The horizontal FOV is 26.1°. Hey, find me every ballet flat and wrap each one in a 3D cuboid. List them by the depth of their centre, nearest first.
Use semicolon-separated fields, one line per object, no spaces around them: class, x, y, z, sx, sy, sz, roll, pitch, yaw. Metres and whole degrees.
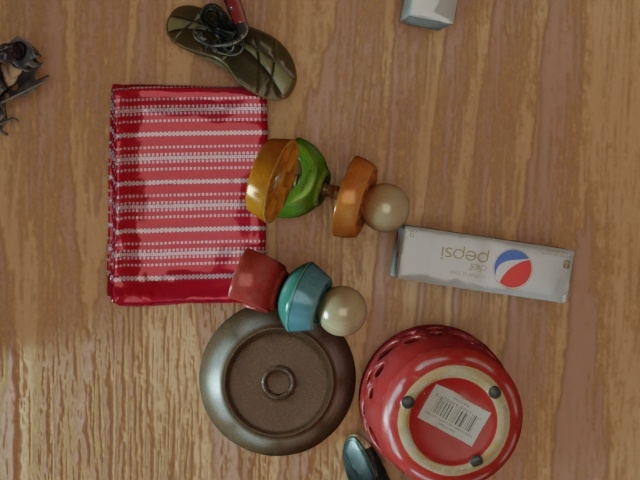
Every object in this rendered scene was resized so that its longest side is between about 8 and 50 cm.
ballet flat;0.078;0.320;1.748;0.049;0.057;0.173;-31;98;-42

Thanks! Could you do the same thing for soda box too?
soda box;0.200;0.028;1.718;0.216;0.074;0.069;8;92;-4

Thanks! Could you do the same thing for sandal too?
sandal;-0.106;-0.232;1.700;0.180;0.049;0.072;28;85;9

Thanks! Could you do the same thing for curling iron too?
curling iron;-0.145;-0.353;1.669;0.068;0.035;0.274;-15;85;6

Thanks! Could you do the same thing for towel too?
towel;-0.164;-0.055;1.711;0.199;0.031;0.275;1;93;-5

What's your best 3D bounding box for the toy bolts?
toy bolts;0.000;0.000;1.623;0.158;0.218;0.228;18;88;12

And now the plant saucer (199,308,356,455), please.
plant saucer;-0.053;0.175;1.729;0.198;0.036;0.198;0;94;-3

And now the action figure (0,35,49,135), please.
action figure;-0.432;-0.222;1.602;0.185;0.099;0.285;-26;134;-1

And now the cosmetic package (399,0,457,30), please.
cosmetic package;0.150;-0.381;1.681;0.060;0.099;0.239;10;93;-7

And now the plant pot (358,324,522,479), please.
plant pot;0.146;0.207;1.678;0.191;0.174;0.191;0;95;-3
